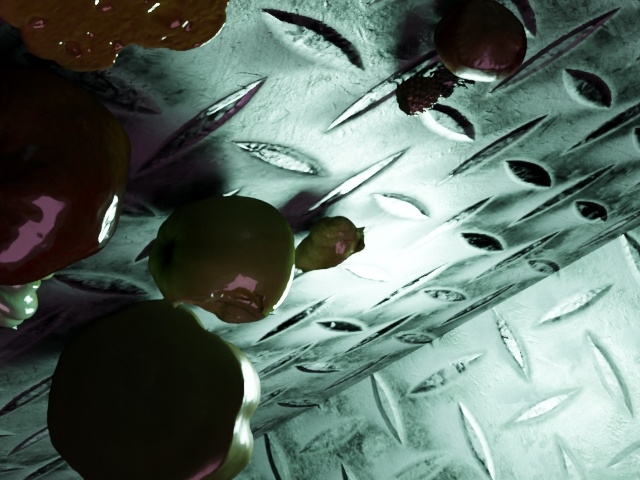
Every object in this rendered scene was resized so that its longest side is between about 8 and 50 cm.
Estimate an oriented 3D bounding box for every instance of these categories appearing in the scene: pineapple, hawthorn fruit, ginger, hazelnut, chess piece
[{"bbox_3d":[0.216,-0.282,1.838,0.159,0.074,0.074,-26,159,-13],"label":"pineapple"},{"bbox_3d":[-0.399,-0.092,1.401,0.325,0.308,0.308,-15,158,-42],"label":"hawthorn fruit"},{"bbox_3d":[-0.002,0.003,2.254,0.193,0.115,0.122,-21,137,16],"label":"ginger"},{"bbox_3d":[0.264,-0.325,1.679,0.154,0.143,0.143,18,147,-7],"label":"hazelnut"},{"bbox_3d":[-0.481,0.000,1.743,0.298,0.176,0.176,-41,154,9],"label":"chess piece"}]

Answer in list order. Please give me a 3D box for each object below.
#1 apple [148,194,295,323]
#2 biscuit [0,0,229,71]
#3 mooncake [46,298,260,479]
[{"bbox_3d":[-0.182,0.033,1.936,0.279,0.279,0.279,-19,157,-8],"label":"apple"},{"bbox_3d":[-0.255,-0.338,1.278,0.312,0.057,0.351,-23,156,2],"label":"biscuit"},{"bbox_3d":[-0.369,0.376,2.293,0.467,0.467,0.262,-23,162,2],"label":"mooncake"}]
